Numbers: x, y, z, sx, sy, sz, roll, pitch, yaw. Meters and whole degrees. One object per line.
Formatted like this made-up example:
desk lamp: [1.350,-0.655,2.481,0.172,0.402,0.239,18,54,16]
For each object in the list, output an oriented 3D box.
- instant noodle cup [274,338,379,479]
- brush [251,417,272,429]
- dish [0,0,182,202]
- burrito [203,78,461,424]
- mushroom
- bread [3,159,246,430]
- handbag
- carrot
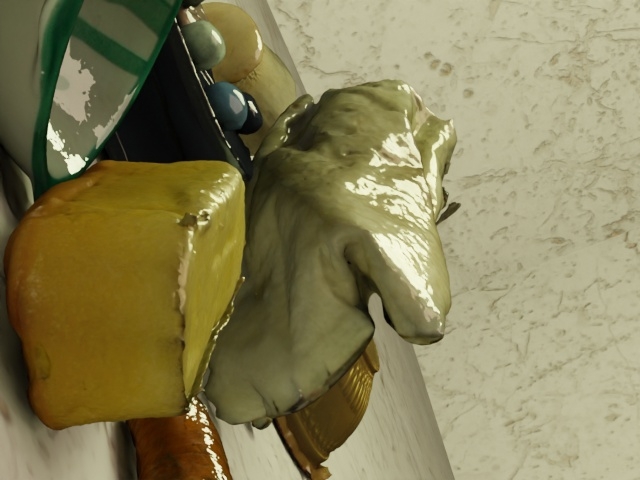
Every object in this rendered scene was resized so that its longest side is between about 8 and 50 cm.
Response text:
instant noodle cup: [-0.011,0.068,1.553,0.274,0.090,0.274,-21,90,-84]
brush: [-0.084,0.006,1.409,0.085,0.020,0.337,63,8,-56]
dish: [-0.120,-0.142,0.887,0.078,0.246,0.224,25,2,6]
burrito: [0.002,-0.002,1.277,0.332,0.190,0.135,-75,143,-67]
mushroom: [-0.071,-0.134,1.577,0.108,0.096,0.247,54,-3,11]
bread: [-0.089,0.020,0.848,0.245,0.094,0.102,-74,162,-78]
handbag: [-0.129,-0.193,1.232,0.269,0.118,0.326,-90,160,-79]
carrot: [-0.064,0.136,0.877,0.186,0.060,0.060,-113,179,-55]
